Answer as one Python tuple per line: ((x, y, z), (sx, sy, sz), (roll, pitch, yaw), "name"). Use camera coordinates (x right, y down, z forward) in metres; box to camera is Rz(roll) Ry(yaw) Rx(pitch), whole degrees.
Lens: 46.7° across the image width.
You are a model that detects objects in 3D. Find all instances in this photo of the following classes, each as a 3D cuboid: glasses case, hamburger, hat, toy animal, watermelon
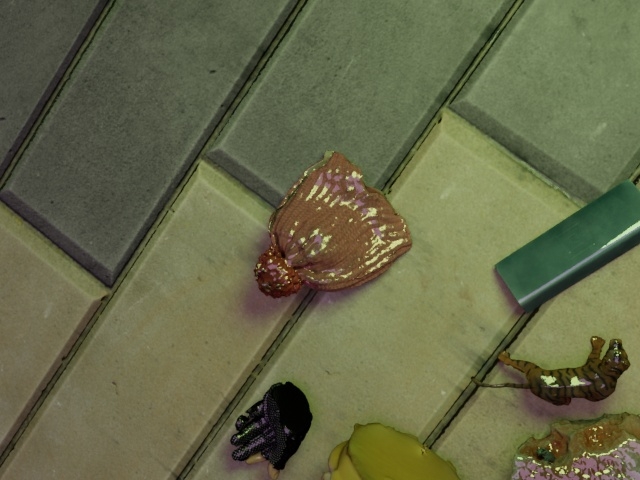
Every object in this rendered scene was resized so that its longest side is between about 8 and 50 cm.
((0.435, 0.013, 1.256), (0.266, 0.056, 0.105), (-35, 85, 12), "glasses case")
((0.106, 0.474, 1.253), (0.276, 0.276, 0.237), (30, 107, 11), "hamburger")
((0.000, 0.000, 1.331), (0.286, 0.107, 0.237), (-41, 82, -12), "hat")
((0.384, 0.236, 1.245), (0.255, 0.116, 0.114), (-13, 87, 14), "toy animal")
((0.427, 0.447, 1.223), (0.264, 0.151, 0.302), (-4, 91, 14), "watermelon")

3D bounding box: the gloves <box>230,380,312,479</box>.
((-0.090, 0.360, 1.385), (0.129, 0.106, 0.181), (45, 129, 10), "gloves")
